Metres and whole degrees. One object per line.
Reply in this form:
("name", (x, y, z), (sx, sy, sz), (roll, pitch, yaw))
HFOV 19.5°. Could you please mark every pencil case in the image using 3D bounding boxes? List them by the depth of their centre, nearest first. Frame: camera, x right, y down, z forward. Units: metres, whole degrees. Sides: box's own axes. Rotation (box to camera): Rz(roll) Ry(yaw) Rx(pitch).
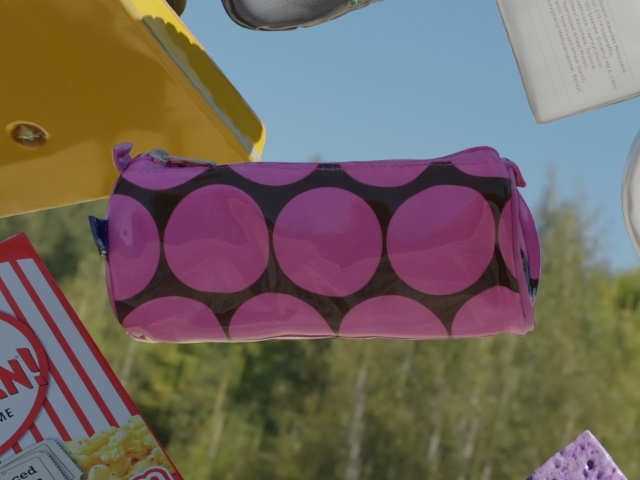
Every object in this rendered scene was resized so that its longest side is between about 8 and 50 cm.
("pencil case", (0.000, 0.000, 0.892), (0.209, 0.098, 0.095), (-1, 1, 7))

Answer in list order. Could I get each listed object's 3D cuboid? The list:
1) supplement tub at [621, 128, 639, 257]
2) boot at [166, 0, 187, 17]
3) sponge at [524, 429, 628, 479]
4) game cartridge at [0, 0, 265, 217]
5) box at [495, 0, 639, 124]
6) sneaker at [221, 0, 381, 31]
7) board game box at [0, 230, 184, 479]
("supplement tub", (0.262, -0.032, 1.132), (0.144, 0.144, 0.200), (12, 8, 18))
("boot", (-0.196, -0.294, 1.711), (0.213, 0.077, 0.165), (36, 27, -7))
("sponge", (0.148, 0.246, 1.353), (0.117, 0.210, 0.031), (55, 8, 25))
("game cartridge", (-0.232, -0.132, 1.239), (0.285, 0.052, 0.323), (-9, -38, 24))
("box", (0.212, -0.198, 1.537), (0.119, 0.182, 0.181), (-18, 2, 12))
("sneaker", (0.049, -0.182, 1.112), (0.224, 0.083, 0.098), (-25, 23, -23))
("board game box", (-0.160, 0.101, 0.869), (0.193, 0.147, 0.045), (51, -18, 37))
